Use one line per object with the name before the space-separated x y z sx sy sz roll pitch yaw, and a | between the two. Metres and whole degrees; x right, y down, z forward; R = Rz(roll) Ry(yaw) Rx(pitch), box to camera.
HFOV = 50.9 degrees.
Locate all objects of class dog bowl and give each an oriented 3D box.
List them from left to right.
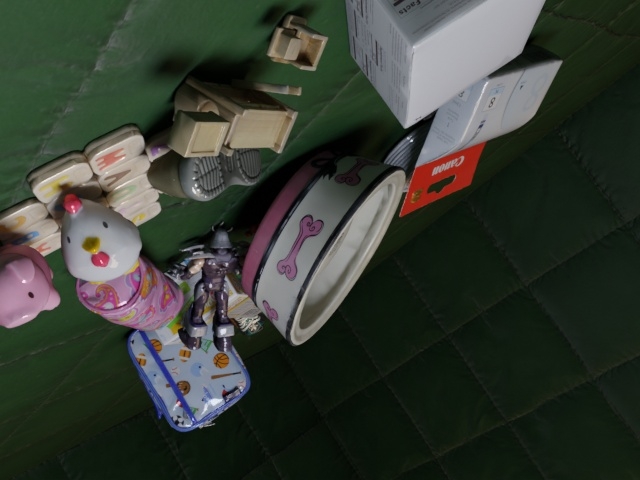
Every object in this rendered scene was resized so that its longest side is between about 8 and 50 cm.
dog bowl | 0.000 0.000 1.339 0.408 0.150 0.408 -52 165 -21

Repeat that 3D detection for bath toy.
bath toy | -0.382 0.057 0.796 0.348 0.151 0.129 -29 144 -10

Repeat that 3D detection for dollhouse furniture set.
dollhouse furniture set | -0.102 -0.190 0.759 0.182 0.101 0.161 -15 134 -59

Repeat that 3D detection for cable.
cable | 0.268 -0.220 1.635 0.257 0.089 0.257 -33 168 -5

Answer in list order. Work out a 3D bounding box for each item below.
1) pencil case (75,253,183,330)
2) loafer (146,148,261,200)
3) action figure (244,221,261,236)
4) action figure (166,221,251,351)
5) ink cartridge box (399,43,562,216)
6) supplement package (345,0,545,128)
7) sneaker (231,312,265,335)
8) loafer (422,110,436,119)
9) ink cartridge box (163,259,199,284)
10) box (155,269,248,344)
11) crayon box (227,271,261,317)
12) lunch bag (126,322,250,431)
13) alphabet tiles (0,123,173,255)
pencil case | -0.328 0.089 1.178 0.124 0.124 0.284 -32 170 -6
loafer | -0.148 -0.111 0.896 0.087 0.094 0.251 1 -167 16
action figure | -0.116 -0.037 1.478 0.115 0.030 0.038 -27 173 -22
action figure | -0.222 0.090 1.368 0.185 0.099 0.285 2 117 -22
ink cartridge box | 0.347 -0.224 1.480 0.308 0.091 0.385 -24 142 -41
supplement package | 0.153 -0.288 0.834 0.204 0.145 0.262 -33 170 -1
sneaker | -0.224 0.222 2.050 0.108 0.121 0.302 -34 169 -1
loafer | 0.188 -0.272 1.192 0.078 0.076 0.223 -28 167 11
ink cartridge box | -0.299 0.073 1.415 0.083 0.028 0.048 -32 169 -10
box | -0.280 0.134 1.514 0.203 0.114 0.103 -35 170 4
crayon box | -0.112 0.088 1.741 0.323 0.083 0.203 -33 165 15
lunch bag | -0.331 0.319 1.680 0.243 0.303 0.115 -30 172 -18
alphabet tiles | -0.287 -0.057 0.899 0.278 0.021 0.284 -30 169 -16
